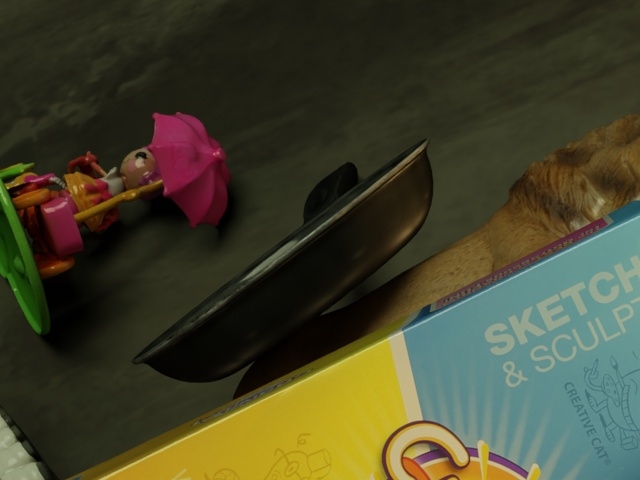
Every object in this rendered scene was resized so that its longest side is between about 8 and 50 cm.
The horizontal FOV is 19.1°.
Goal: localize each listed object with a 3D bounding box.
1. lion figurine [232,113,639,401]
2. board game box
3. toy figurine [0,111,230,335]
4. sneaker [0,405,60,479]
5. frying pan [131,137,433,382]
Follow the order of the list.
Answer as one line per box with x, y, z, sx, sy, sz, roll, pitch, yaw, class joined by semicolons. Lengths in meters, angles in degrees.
0.059;0.064;0.993;0.392;0.142;0.240;-21;29;15;lion figurine
0.050;0.157;0.808;0.316;0.242;0.064;-27;2;0;board game box
-0.139;-0.028;1.263;0.159;0.130;0.173;-21;11;-16;toy figurine
-0.242;0.135;1.084;0.147;0.130;0.330;-38;33;-10;sneaker
-0.023;0.018;1.078;0.197;0.053;0.326;-37;2;-8;frying pan
